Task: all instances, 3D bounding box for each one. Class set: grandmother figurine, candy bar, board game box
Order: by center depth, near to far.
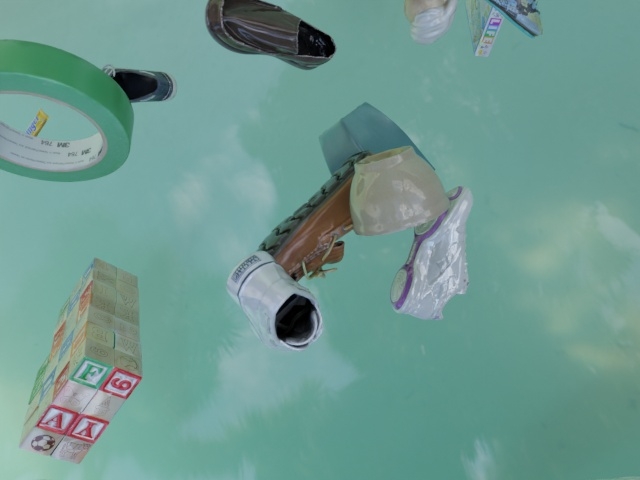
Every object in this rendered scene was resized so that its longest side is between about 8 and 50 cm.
[{"bbox_3d":[0.137,-0.488,0.866,0.208,0.104,0.342,-42,123,-25],"label":"grandmother figurine"},{"bbox_3d":[0.288,-0.414,0.940,0.026,0.154,0.103,4,148,-2],"label":"board game box"},{"bbox_3d":[-0.776,-0.275,1.426,0.040,0.018,0.161,39,95,13],"label":"candy bar"}]

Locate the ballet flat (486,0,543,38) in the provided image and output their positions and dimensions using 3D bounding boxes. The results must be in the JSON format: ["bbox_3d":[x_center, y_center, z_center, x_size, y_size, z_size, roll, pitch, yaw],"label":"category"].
[{"bbox_3d":[0.195,-0.307,0.613,0.189,0.070,0.070,29,122,-11],"label":"ballet flat"}]

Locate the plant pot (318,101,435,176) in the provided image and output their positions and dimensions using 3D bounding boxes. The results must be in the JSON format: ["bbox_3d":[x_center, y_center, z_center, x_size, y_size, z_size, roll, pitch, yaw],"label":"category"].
[{"bbox_3d":[0.118,-0.198,1.301,0.234,0.166,0.165,52,146,-9],"label":"plant pot"}]

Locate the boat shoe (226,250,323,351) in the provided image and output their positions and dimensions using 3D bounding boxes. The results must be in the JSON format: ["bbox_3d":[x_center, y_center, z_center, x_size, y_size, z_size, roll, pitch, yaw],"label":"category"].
[{"bbox_3d":[-0.041,0.106,0.694,0.095,0.084,0.258,-48,153,-7],"label":"boat shoe"}]

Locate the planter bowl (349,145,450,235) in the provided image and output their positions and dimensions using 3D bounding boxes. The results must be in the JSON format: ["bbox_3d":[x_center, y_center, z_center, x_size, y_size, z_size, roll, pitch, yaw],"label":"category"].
[{"bbox_3d":[0.116,-0.087,0.861,0.162,0.162,0.109,-16,104,7],"label":"planter bowl"}]

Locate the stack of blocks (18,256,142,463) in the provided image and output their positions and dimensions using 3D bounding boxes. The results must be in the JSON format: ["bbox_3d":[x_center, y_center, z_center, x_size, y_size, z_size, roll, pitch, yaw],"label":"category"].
[{"bbox_3d":[-0.371,0.174,0.856,0.087,0.297,0.171,32,101,-29],"label":"stack of blocks"}]

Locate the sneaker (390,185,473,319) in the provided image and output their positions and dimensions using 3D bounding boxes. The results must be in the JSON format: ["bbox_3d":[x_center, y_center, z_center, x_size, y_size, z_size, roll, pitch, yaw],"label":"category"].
[{"bbox_3d":[0.267,0.031,1.170,0.152,0.114,0.304,22,96,-17],"label":"sneaker"}]

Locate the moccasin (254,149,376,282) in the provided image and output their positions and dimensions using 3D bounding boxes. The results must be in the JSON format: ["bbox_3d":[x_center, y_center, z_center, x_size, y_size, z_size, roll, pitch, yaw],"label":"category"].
[{"bbox_3d":[-0.001,0.000,1.013,0.380,0.139,0.147,-46,105,-16],"label":"moccasin"}]

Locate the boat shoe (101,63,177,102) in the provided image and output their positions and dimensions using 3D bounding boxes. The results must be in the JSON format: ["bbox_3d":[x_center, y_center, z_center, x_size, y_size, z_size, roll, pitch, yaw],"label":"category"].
[{"bbox_3d":[-0.457,-0.349,1.223,0.255,0.079,0.095,8,102,14],"label":"boat shoe"}]

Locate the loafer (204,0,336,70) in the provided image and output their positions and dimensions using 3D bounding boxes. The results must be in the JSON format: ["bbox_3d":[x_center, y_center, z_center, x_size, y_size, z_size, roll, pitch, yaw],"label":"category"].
[{"bbox_3d":[-0.104,-0.513,1.299,0.366,0.130,0.133,-1,97,-42],"label":"loafer"}]

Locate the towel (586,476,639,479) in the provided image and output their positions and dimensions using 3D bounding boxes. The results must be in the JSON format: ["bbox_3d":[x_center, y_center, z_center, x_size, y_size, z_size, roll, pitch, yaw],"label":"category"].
[{"bbox_3d":[0.372,0.387,0.668,0.375,0.090,0.320,28,139,-17],"label":"towel"}]

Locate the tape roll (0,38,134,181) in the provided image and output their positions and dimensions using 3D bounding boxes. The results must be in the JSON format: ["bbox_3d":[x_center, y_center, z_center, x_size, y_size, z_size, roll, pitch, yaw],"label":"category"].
[{"bbox_3d":[-0.520,-0.226,1.002,0.322,0.077,0.321,-2,154,-1],"label":"tape roll"}]
